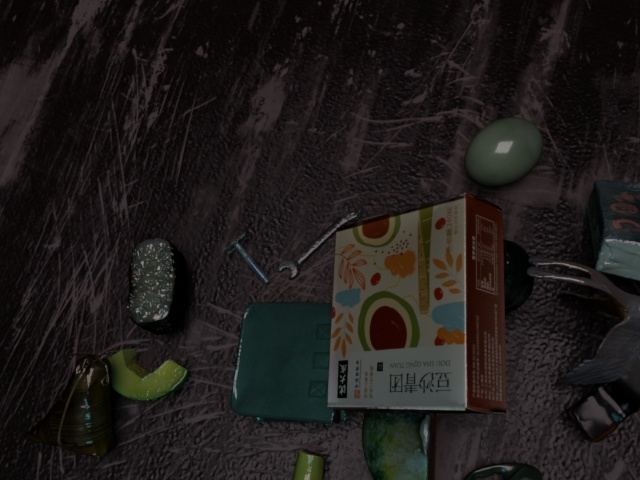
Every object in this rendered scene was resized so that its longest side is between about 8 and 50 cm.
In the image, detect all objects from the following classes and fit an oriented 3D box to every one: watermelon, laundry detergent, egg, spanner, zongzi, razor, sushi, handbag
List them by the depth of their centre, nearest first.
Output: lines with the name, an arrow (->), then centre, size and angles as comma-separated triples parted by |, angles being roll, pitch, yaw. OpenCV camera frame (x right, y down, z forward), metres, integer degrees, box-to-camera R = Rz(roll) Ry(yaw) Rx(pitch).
laundry detergent -> 0.351, 0.540, 1.378 | 0.221, 0.078, 0.144 | -6, 70, 8
watermelon -> 0.194, 0.385, 1.421 | 0.180, 0.224, 0.305 | 22, 68, -32
handbag -> -0.054, 0.274, 1.476 | 0.274, 0.100, 0.269 | -7, 67, 25
zongzi -> -0.582, 0.359, 1.508 | 0.240, 0.111, 0.248 | 4, 99, 14
egg -> 0.430, -0.207, 1.560 | 0.192, 0.149, 0.149 | -33, 72, -3
sushi -> -0.382, 0.110, 1.580 | 0.124, 0.127, 0.225 | -9, 64, 6
razor -> -0.170, 0.053, 1.622 | 0.068, 0.040, 0.135 | -39, 79, -5
spanner -> 0.000, 0.000, 1.623 | 0.254, 0.015, 0.054 | -42, 70, -7

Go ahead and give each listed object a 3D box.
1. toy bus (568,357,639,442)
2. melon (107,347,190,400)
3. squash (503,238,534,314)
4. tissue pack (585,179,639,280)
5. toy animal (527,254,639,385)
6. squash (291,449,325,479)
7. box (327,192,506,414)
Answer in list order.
toy bus -> 0.703, 0.273, 1.405 | 0.408, 0.092, 0.093 | -36, 70, -4
melon -> -0.413, 0.315, 1.556 | 0.209, 0.064, 0.118 | 21, 78, 16
squash -> 0.330, 0.076, 1.430 | 0.252, 0.252, 0.165 | 3, 69, 8
tissue pack -> 0.693, -0.020, 1.400 | 0.227, 0.103, 0.316 | 13, 30, 12
toy animal -> 0.596, 0.118, 1.317 | 0.301, 0.284, 0.225 | -7, 46, 29
squash -> -0.040, 0.579, 1.411 | 0.083, 0.083, 0.250 | 9, 74, 10
box -> 0.179, 0.135, 1.293 | 0.344, 0.122, 0.386 | -15, 65, 47
